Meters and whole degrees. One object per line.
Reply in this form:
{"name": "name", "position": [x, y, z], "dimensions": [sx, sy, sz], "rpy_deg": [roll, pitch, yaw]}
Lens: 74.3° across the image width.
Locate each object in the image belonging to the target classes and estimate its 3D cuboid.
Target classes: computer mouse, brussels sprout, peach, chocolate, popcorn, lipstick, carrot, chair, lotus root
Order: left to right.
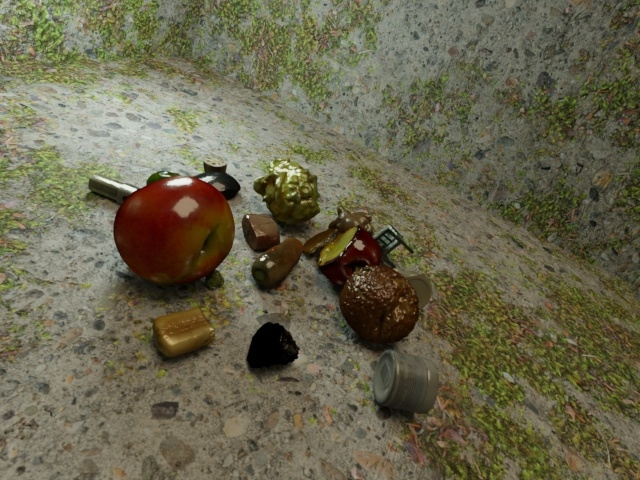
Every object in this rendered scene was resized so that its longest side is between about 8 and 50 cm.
{"name": "lipstick", "position": [-0.795, -0.192, 1.702], "dimensions": [0.253, 0.078, 0.077], "rpy_deg": [23, 30, -4]}
{"name": "brussels sprout", "position": [-0.645, -0.222, 1.801], "dimensions": [0.181, 0.143, 0.161], "rpy_deg": [6, -1, -8]}
{"name": "peach", "position": [-0.493, -0.038, 1.414], "dimensions": [0.389, 0.388, 0.388], "rpy_deg": [18, 31, -11]}
{"name": "computer mouse", "position": [-0.513, -0.268, 2.006], "dimensions": [0.295, 0.087, 0.168], "rpy_deg": [-17, 53, -45]}
{"name": "brussels sprout", "position": [-0.386, 0.129, 1.519], "dimensions": [0.085, 0.058, 0.085], "rpy_deg": [12, 17, -4]}
{"name": "lotus root", "position": [-0.546, -0.381, 2.166], "dimensions": [0.113, 0.081, 0.122], "rpy_deg": [-5, 42, -37]}
{"name": "chocolate", "position": [-0.128, 0.344, 1.322], "dimensions": [0.133, 0.156, 0.156], "rpy_deg": [39, 20, -33]}
{"name": "carrot", "position": [-0.162, 0.077, 1.681], "dimensions": [0.139, 0.138, 0.302], "rpy_deg": [28, 31, 6]}
{"name": "popcorn", "position": [-0.138, -0.223, 2.014], "dimensions": [0.274, 0.279, 0.335], "rpy_deg": [-35, 39, -4]}
{"name": "peach", "position": [0.132, 0.079, 1.804], "dimensions": [0.201, 0.258, 0.361], "rpy_deg": [46, 1, -12]}
{"name": "chair", "position": [0.308, 0.000, 2.018], "dimensions": [0.270, 0.136, 0.147], "rpy_deg": [35, 19, -41]}

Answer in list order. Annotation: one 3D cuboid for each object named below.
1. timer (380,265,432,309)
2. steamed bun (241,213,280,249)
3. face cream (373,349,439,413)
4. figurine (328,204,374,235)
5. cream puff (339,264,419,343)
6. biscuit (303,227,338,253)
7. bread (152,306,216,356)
{"name": "timer", "position": [0.363, 0.185, 1.895], "dimensions": [0.175, 0.175, 0.266], "rpy_deg": [14, 14, -17]}
{"name": "steamed bun", "position": [-0.254, -0.034, 1.817], "dimensions": [0.145, 0.106, 0.175], "rpy_deg": [-2, 49, -37]}
{"name": "face cream", "position": [0.268, 0.451, 1.354], "dimensions": [0.153, 0.177, 0.177], "rpy_deg": [17, 31, -11]}
{"name": "figurine", "position": [0.132, -0.059, 2.014], "dimensions": [0.247, 0.177, 0.173], "rpy_deg": [28, 36, 31]}
{"name": "cream puff", "position": [0.231, 0.234, 1.559], "dimensions": [0.303, 0.212, 0.302], "rpy_deg": [6, 75, -22]}
{"name": "biscuit", "position": [-0.012, 0.004, 1.920], "dimensions": [0.206, 0.025, 0.126], "rpy_deg": [-38, 23, -31]}
{"name": "bread", "position": [-0.406, 0.275, 1.248], "dimensions": [0.173, 0.085, 0.134], "rpy_deg": [-9, 47, -45]}
